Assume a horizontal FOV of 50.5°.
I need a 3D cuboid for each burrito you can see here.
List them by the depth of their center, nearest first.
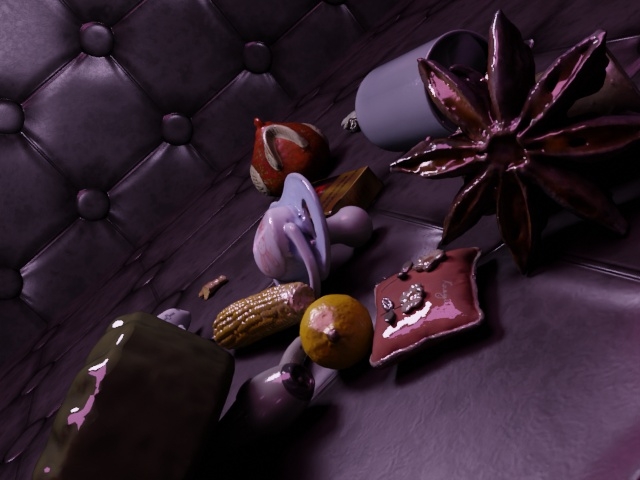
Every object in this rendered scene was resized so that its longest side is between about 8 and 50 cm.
[{"bbox_3d":[0.095,-0.347,1.997,0.074,0.044,0.118,-39,17,14],"label":"burrito"}]

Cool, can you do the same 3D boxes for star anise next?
[{"bbox_3d":[0.248,-0.120,0.847,0.331,0.332,0.117,-27,5,35],"label":"star anise"}]

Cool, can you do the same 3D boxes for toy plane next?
[{"bbox_3d":[-0.359,0.220,1.456,0.251,0.101,0.255,-13,8,32],"label":"toy plane"}]

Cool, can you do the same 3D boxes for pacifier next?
[{"bbox_3d":[0.000,0.000,1.257,0.225,0.239,0.287,-16,-19,-22],"label":"pacifier"}]

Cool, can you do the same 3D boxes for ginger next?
[{"bbox_3d":[-0.278,0.119,1.706,0.097,0.030,0.048,-34,18,24],"label":"ginger"}]

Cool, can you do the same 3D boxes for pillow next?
[{"bbox_3d":[0.139,0.081,0.916,0.171,0.075,0.179,-27,25,24],"label":"pillow"}]

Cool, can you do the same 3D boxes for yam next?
[{"bbox_3d":[0.321,-0.155,0.953,0.268,0.161,0.161,-27,23,35],"label":"yam"}]

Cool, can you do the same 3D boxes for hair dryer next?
[{"bbox_3d":[-0.092,0.241,1.052,0.229,0.092,0.267,-44,4,10],"label":"hair dryer"}]

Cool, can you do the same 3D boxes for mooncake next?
[{"bbox_3d":[-0.268,0.281,0.932,0.356,0.194,0.356,-63,6,12],"label":"mooncake"}]

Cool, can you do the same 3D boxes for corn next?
[{"bbox_3d":[-0.109,0.136,1.226,0.288,0.086,0.086,-28,22,48],"label":"corn"}]

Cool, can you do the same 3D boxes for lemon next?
[{"bbox_3d":[0.023,0.131,0.977,0.109,0.109,0.133,-42,-5,-3],"label":"lemon"}]

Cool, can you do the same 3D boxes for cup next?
[{"bbox_3d":[0.214,-0.296,1.409,0.205,0.205,0.312,-47,19,-18],"label":"cup"}]

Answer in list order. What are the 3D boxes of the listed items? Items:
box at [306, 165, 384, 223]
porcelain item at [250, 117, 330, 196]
[{"bbox_3d":[0.014,-0.077,1.521,0.240,0.071,0.159,-9,39,56],"label":"box"},{"bbox_3d":[-0.106,-0.247,1.883,0.253,0.253,0.253,-36,19,15],"label":"porcelain item"}]
